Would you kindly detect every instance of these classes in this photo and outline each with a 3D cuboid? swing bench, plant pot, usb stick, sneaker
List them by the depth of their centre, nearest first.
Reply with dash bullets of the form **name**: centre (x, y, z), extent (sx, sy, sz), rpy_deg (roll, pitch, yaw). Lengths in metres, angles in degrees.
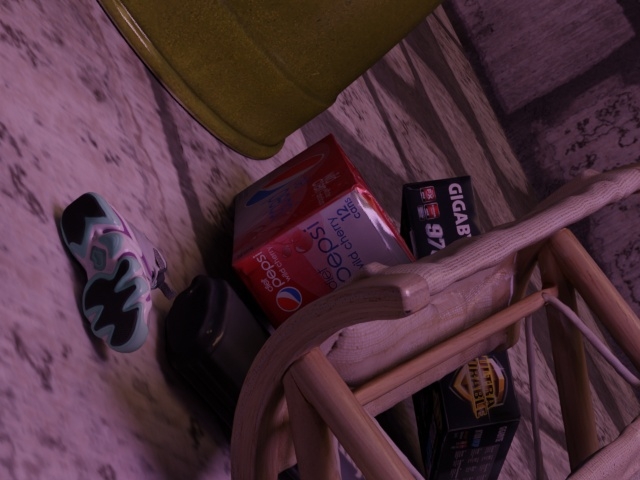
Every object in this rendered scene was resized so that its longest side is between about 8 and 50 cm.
- **swing bench**: centre (0.102, 0.116, 0.739), extent (0.253, 0.165, 0.254), rpy_deg (-21, 87, -47)
- **sneaker**: centre (-0.096, 0.024, 0.749), extent (0.069, 0.038, 0.098), rpy_deg (38, 26, -53)
- **usb stick**: centre (0.001, 0.132, 0.846), extent (0.278, 0.045, 0.077), rpy_deg (52, 15, -28)
- **plant pot**: centre (0.009, -0.309, 1.130), extent (0.366, 0.353, 0.366), rpy_deg (54, 16, -23)

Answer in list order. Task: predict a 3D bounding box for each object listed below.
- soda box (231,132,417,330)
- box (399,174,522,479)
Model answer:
- **soda box**: centre (0.000, 0.000, 0.926), extent (0.083, 0.092, 0.263), rpy_deg (57, 3, -10)
- **box**: centre (0.092, 0.078, 1.010), extent (0.220, 0.051, 0.175), rpy_deg (86, -4, -66)
